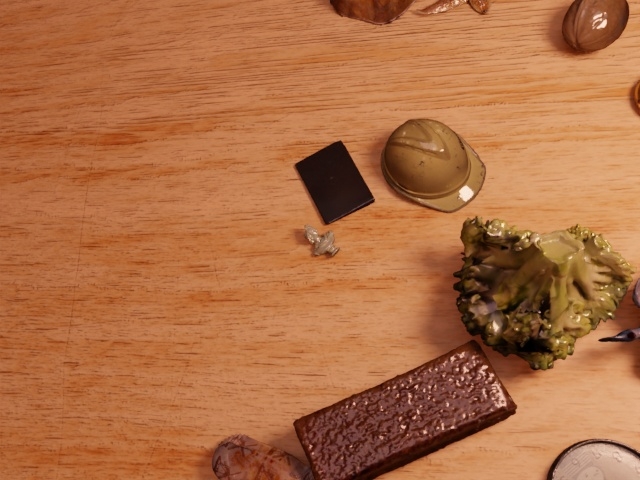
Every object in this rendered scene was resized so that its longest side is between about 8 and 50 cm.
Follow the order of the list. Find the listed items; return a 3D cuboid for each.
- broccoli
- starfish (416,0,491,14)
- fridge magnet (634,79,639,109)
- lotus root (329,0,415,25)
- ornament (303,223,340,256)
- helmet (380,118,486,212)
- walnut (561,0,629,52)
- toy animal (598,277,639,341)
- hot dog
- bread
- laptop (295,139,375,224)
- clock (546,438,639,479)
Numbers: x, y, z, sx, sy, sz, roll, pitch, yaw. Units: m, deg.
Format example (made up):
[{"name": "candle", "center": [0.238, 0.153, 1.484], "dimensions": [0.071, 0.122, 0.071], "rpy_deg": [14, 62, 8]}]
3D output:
[{"name": "broccoli", "center": [0.433, 0.086, 1.249], "dimensions": [0.348, 0.281, 0.293], "rpy_deg": [-4, 59, 11]}, {"name": "starfish", "center": [0.383, -0.683, 1.706], "dimensions": [0.295, 0.048, 0.231], "rpy_deg": [-16, 76, 7]}, {"name": "fridge magnet", "center": [0.787, -0.332, 1.465], "dimensions": [0.143, 0.063, 0.143], "rpy_deg": [-6, 66, 13]}, {"name": "lotus root", "center": [0.144, -0.717, 1.707], "dimensions": [0.272, 0.192, 0.272], "rpy_deg": [-2, 74, 8]}, {"name": "ornament", "center": [0.002, 0.003, 1.513], "dimensions": [0.092, 0.041, 0.068], "rpy_deg": [12, 77, 7]}, {"name": "helmet", "center": [0.251, -0.197, 1.485], "dimensions": [0.258, 0.137, 0.204], "rpy_deg": [31, 78, 21]}, {"name": "walnut", "center": [0.649, -0.519, 1.533], "dimensions": [0.140, 0.140, 0.162], "rpy_deg": [22, 85, 19]}, {"name": "toy animal", "center": [0.663, 0.156, 1.253], "dimensions": [0.176, 0.255, 0.239], "rpy_deg": [-12, 84, 47]}, {"name": "hot dog", "center": [-0.116, 0.483, 1.330], "dimensions": [0.253, 0.069, 0.131], "rpy_deg": [21, 83, 22]}, {"name": "bread", "center": [0.166, 0.354, 1.295], "dimensions": [0.417, 0.113, 0.165], "rpy_deg": [-24, 66, 0]}, {"name": "laptop", "center": [0.033, -0.142, 1.579], "dimensions": [0.135, 0.016, 0.197], "rpy_deg": [-27, 64, 2]}, {"name": "clock", "center": [0.531, 0.477, 1.203], "dimensions": [0.215, 0.042, 0.215], "rpy_deg": [-4, 68, 10]}]
